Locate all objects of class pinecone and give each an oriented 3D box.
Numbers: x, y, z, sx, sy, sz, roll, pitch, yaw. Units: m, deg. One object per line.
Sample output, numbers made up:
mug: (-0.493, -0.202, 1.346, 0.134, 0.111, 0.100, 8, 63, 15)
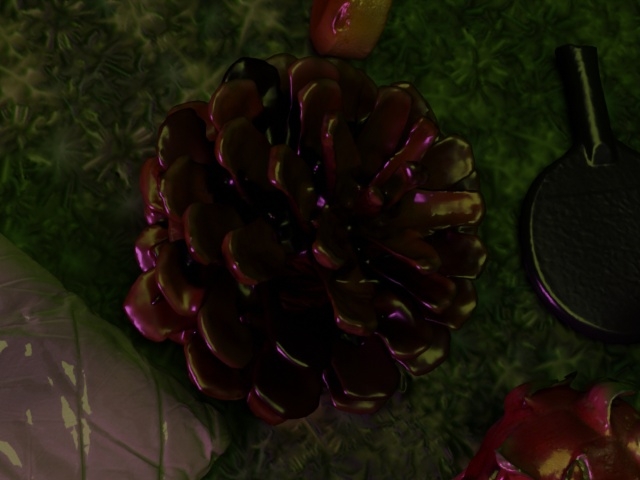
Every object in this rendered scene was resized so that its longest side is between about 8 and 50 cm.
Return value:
pinecone: (-0.007, -0.006, 1.314, 0.264, 0.264, 0.264, 4, 71, -12)

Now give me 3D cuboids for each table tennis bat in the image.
table tennis bat: (0.215, -0.037, 1.501, 0.150, 0.027, 0.236, -6, 75, -15)

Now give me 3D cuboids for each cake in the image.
cake: (0.022, -0.174, 1.469, 0.044, 0.084, 0.084, 16, 69, -15)

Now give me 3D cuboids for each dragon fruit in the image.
dragon fruit: (0.141, 0.175, 1.353, 0.236, 0.137, 0.135, -28, 77, -18)

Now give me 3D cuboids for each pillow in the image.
pillow: (-0.238, 0.143, 1.304, 0.274, 0.076, 0.281, 41, 62, -5)
